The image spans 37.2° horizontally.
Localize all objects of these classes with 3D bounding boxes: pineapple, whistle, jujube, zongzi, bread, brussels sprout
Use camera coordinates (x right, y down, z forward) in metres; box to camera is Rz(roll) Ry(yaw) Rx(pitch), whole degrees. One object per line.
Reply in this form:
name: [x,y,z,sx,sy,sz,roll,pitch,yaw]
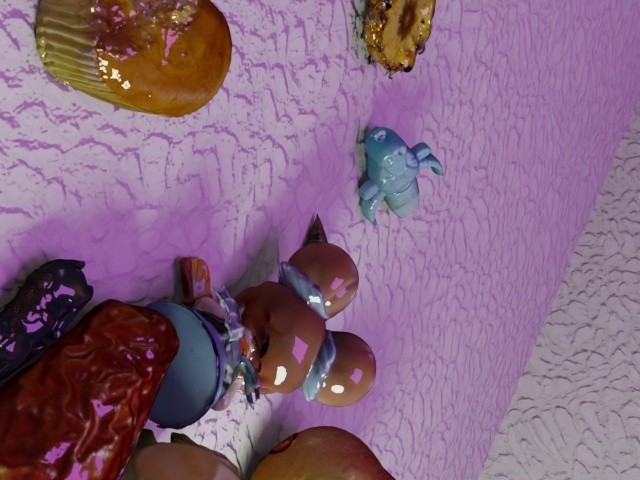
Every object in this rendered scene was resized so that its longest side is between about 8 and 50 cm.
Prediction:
pineapple: [0.136,-0.403,1.726,0.225,0.076,0.225,-37,138,-44]
whistle: [0.144,-0.132,1.869,0.186,0.093,0.274,-37,144,-6]
jujube: [-0.312,0.218,1.222,0.342,0.216,0.216,-54,145,-38]
zongzi: [0.000,0.000,1.765,0.076,0.040,0.083,36,57,-65]
bread: [-0.221,-0.251,1.190,0.250,0.133,0.179,21,91,-58]
brussels sprout: [-0.234,0.387,1.360,0.294,0.259,0.227,122,-24,-47]

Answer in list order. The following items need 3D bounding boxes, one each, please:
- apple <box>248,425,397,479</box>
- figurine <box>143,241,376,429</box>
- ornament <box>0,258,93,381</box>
apple: [-0.006,0.525,1.757,0.305,0.338,0.338,-35,136,-18]
figurine: [-0.099,0.152,1.501,0.388,0.248,0.277,-3,84,-60]
ornament: [-0.381,0.040,1.130,0.202,0.080,0.236,-49,142,-27]
